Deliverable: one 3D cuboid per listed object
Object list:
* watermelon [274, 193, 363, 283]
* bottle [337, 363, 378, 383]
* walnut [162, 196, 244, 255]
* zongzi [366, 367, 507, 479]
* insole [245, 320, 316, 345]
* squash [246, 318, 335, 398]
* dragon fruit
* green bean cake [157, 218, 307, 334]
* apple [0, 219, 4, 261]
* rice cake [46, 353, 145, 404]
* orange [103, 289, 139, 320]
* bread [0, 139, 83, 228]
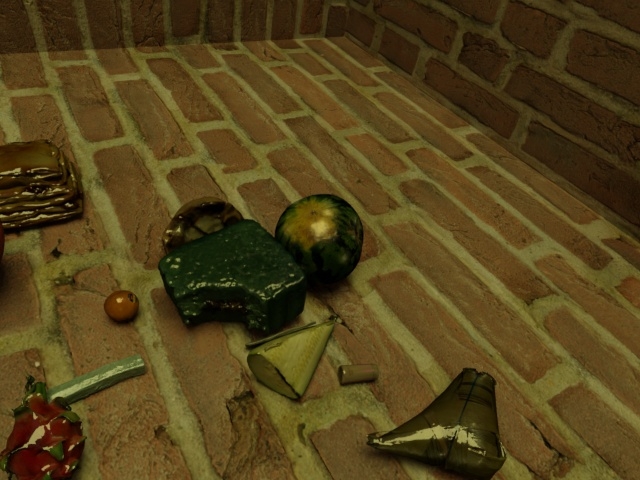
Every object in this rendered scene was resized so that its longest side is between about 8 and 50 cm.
[{"bbox_3d":[-0.003,-0.002,1.272,0.270,0.268,0.268,7,43,-6],"label":"watermelon"},{"bbox_3d":[0.094,0.330,1.092,0.097,0.045,0.045,-1,44,-15],"label":"bottle"},{"bbox_3d":[-0.345,-0.040,1.281,0.239,0.203,0.141,-15,35,-26],"label":"walnut"},{"bbox_3d":[0.262,0.391,1.017,0.290,0.122,0.260,13,38,7],"label":"zongzi"},{"bbox_3d":[-0.101,0.239,1.134,0.192,0.063,0.010,-15,83,-22],"label":"insole"},{"bbox_3d":[-0.073,0.242,1.100,0.169,0.093,0.252,54,41,-21],"label":"squash"},{"bbox_3d":[-0.530,0.358,0.835,0.135,0.137,0.235,-5,62,-38],"label":"dragon fruit"},{"bbox_3d":[-0.225,0.117,1.149,0.308,0.169,0.300,-25,52,-27],"label":"green bean cake"},{"bbox_3d":[-0.933,0.015,0.992,0.365,0.363,0.363,7,43,-6],"label":"apple"},{"bbox_3d":[-0.514,0.319,0.967,0.246,0.042,0.045,-21,49,-30],"label":"rice cake"},{"bbox_3d":[-0.501,0.164,1.108,0.084,0.083,0.083,7,43,-6],"label":"orange"},{"bbox_3d":[-0.889,-0.196,1.334,0.278,0.166,0.324,-15,50,-27],"label":"bread"}]
